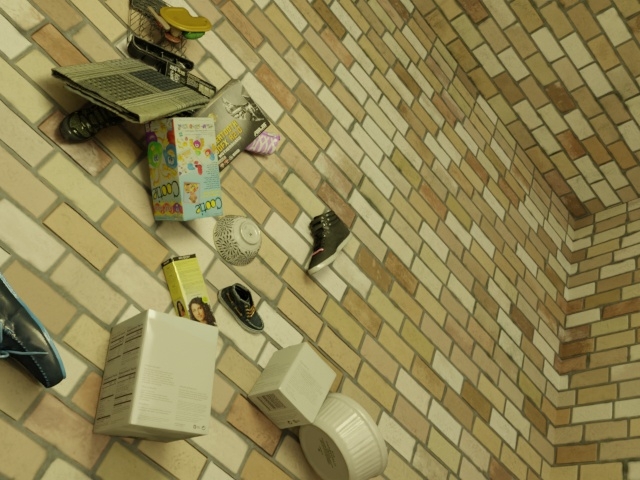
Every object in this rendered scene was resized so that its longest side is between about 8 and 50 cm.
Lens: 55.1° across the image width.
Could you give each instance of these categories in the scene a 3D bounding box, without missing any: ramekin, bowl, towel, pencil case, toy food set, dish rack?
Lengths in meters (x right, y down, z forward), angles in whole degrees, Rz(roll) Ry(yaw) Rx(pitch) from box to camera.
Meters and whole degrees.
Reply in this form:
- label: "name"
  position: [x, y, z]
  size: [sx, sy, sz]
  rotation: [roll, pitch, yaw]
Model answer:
- label: "ramekin"
  position: [0.053, 0.588, 1.770]
  size: [0.127, 0.273, 0.273]
  rotation: [-25, 90, -36]
- label: "bowl"
  position: [-0.237, -0.013, 1.888]
  size: [0.170, 0.080, 0.170]
  rotation: [22, 56, -38]
- label: "towel"
  position: [-0.513, -0.407, 1.677]
  size: [0.312, 0.056, 0.324]
  rotation: [30, 29, 14]
- label: "pencil case"
  position: [-0.233, -0.344, 2.043]
  size: [0.206, 0.088, 0.086]
  rotation: [9, 63, -42]
- label: "toy food set"
  position: [-0.440, -0.661, 1.902]
  size: [0.128, 0.071, 0.218]
  rotation: [45, 36, 17]
- label: "dish rack"
  position: [-0.503, -0.660, 1.930]
  size: [0.208, 0.074, 0.271]
  rotation: [17, 60, -41]

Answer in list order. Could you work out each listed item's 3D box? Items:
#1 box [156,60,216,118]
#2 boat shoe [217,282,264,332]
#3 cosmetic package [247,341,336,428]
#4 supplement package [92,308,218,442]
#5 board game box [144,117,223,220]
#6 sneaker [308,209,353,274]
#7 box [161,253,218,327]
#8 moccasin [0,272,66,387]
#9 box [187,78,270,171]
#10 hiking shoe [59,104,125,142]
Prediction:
- label: "box"
  position: [-0.423, -0.441, 1.903]
  size: [0.180, 0.077, 0.147]
  rotation: [21, 58, -38]
- label: "boat shoe"
  position: [-0.216, 0.201, 1.803]
  size: [0.183, 0.083, 0.065]
  rotation: [46, 45, -20]
- label: "cosmetic package"
  position: [-0.080, 0.422, 1.785]
  size: [0.151, 0.151, 0.183]
  rotation: [50, 45, -17]
- label: "supplement package"
  position: [-0.391, 0.332, 1.477]
  size: [0.199, 0.198, 0.262]
  rotation: [23, 57, -36]
- label: "board game box"
  position: [-0.382, -0.199, 1.719]
  size: [0.144, 0.142, 0.275]
  rotation: [-12, 101, -48]
- label: "sneaker"
  position: [0.000, 0.000, 2.111]
  size: [0.147, 0.104, 0.296]
  rotation: [53, 37, -10]
- label: "box"
  position: [-0.360, 0.156, 1.698]
  size: [0.087, 0.058, 0.232]
  rotation: [-12, 80, -48]
- label: "moccasin"
  position: [-0.689, 0.190, 1.318]
  size: [0.342, 0.138, 0.117]
  rotation: [49, 47, 3]
- label: "box"
  position: [-0.292, -0.355, 1.895]
  size: [0.231, 0.056, 0.183]
  rotation: [-45, 126, -12]
- label: "hiking shoe"
  position: [-0.597, -0.339, 1.650]
  size: [0.086, 0.114, 0.227]
  rotation: [55, 43, -10]
